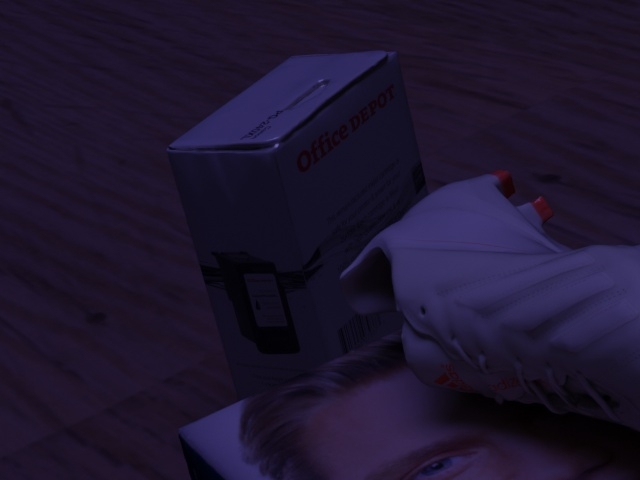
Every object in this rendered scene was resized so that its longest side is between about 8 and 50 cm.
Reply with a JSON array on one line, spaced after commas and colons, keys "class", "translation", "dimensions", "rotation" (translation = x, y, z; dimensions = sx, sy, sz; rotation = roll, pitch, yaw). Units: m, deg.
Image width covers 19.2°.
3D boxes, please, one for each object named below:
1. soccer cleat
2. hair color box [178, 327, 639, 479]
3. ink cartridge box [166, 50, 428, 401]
[{"class": "soccer cleat", "translation": [0.070, 0.030, 0.615], "dimensions": [0.076, 0.068, 0.196], "rotation": [-32, 24, -10]}, {"class": "hair color box", "translation": [0.104, 0.126, 0.585], "dimensions": [0.174, 0.105, 0.347], "rotation": [-23, 24, -19]}, {"class": "ink cartridge box", "translation": [0.000, 0.000, 0.869], "dimensions": [0.063, 0.150, 0.109], "rotation": [3, 29, 34]}]
